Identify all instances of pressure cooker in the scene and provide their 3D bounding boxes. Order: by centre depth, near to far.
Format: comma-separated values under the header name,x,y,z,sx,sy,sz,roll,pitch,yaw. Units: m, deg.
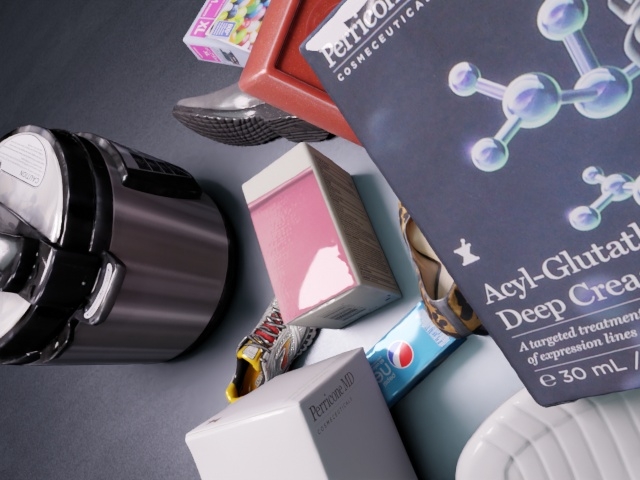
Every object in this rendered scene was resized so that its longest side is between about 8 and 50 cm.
name,x,y,z,sx,sy,sz,roll,pitch,yaw
pressure cooker,-0.394,0.023,0.749,0.369,0.420,0.376,-27,65,23

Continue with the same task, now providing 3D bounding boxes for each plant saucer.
name,x,y,z,sx,sy,sz,roll,pitch,yaw
plant saucer,0.043,-0.296,0.686,0.047,0.258,0.259,-166,97,-75

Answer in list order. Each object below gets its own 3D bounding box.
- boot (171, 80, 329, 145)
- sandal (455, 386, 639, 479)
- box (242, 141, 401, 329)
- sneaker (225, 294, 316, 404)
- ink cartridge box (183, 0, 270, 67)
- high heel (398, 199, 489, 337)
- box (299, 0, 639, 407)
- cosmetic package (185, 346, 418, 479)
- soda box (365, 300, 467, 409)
name,x,y,z,sx,sy,sz,roll,pitch,yaw
boot,-0.107,-0.301,0.856,0.338,0.118,0.223,7,77,22
sandal,0.332,0.173,0.478,0.416,0.102,0.169,-36,77,4
box,0.000,0.000,0.680,0.126,0.148,0.232,-31,63,22
sneaker,-0.075,0.165,0.717,0.088,0.092,0.225,20,88,33
ink cartridge box,-0.074,-0.380,0.779,0.311,0.065,0.186,22,80,28
high heel,0.140,-0.004,0.575,0.093,0.186,0.261,-31,64,21
box,0.233,-0.104,0.389,0.293,0.212,0.395,-33,93,39
cosmetic package,0.024,0.331,0.503,0.155,0.197,0.366,-24,85,24
soda box,0.095,0.178,0.625,0.210,0.071,0.067,-46,61,13
